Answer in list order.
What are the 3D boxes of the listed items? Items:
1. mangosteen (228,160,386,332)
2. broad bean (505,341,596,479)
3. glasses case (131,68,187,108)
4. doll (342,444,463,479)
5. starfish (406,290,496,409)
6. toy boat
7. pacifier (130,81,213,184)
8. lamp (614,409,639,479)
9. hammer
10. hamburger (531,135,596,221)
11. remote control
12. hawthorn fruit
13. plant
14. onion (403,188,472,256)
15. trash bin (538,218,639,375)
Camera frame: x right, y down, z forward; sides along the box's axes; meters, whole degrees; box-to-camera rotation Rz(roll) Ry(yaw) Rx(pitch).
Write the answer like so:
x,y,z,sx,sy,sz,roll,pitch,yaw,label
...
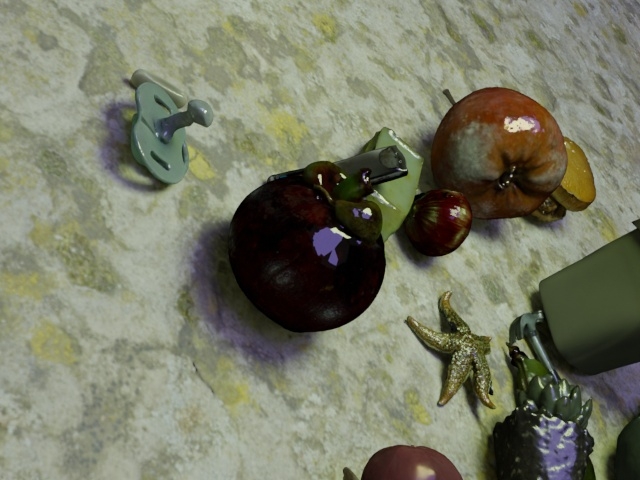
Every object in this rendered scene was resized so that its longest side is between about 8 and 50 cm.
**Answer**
x,y,z,sx,sy,sz,roll,pitch,yaw,label
-0.005,0.011,1.168,0.216,0.216,0.216,24,47,-29,mangosteen
0.373,0.307,1.415,0.077,0.061,0.339,18,47,-61,broad bean
-0.226,-0.212,1.262,0.083,0.032,0.021,28,49,-25,glasses case
0.114,0.370,1.052,0.196,0.152,0.256,27,51,-48,doll
0.205,0.162,1.386,0.176,0.053,0.208,25,40,-15,starfish
0.096,-0.086,1.433,0.111,0.084,0.276,38,41,-10,toy boat
-0.189,-0.146,1.189,0.127,0.116,0.150,51,27,-43,pacifier
0.584,0.332,1.521,0.182,0.182,0.314,40,31,-13,lamp
0.394,0.237,1.518,0.103,0.029,0.246,-8,69,-47,hammer
0.444,-0.118,1.761,0.182,0.118,0.191,37,38,-12,hamburger
0.026,-0.096,1.333,0.212,0.028,0.059,-16,57,-11,remote control
0.320,-0.159,1.585,0.235,0.231,0.263,54,44,-14,hawthorn fruit
0.321,0.298,1.308,0.129,0.132,0.194,18,59,-4,plant
0.191,-0.026,1.456,0.118,0.117,0.119,6,69,-16,onion
0.536,0.108,1.554,0.220,0.250,0.219,29,42,-41,trash bin
